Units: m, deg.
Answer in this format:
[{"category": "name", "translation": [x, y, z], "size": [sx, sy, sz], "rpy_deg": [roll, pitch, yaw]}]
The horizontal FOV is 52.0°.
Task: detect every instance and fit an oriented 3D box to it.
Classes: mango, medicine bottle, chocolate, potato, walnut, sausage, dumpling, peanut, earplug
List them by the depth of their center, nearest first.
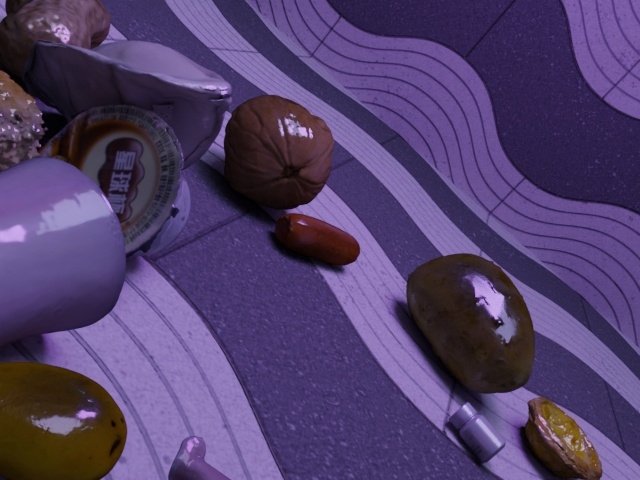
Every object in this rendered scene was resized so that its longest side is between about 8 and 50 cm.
[{"category": "earplug", "translation": [-0.318, 0.039, 0.511], "size": [0.172, 0.172, 0.301], "rpy_deg": [44, 27, 8]}, {"category": "mango", "translation": [-0.238, 0.148, 0.536], "size": [0.161, 0.076, 0.103], "rpy_deg": [21, 34, -24]}, {"category": "chocolate", "translation": [-0.246, -0.049, 0.821], "size": [0.221, 0.221, 0.147], "rpy_deg": [49, -6, 20]}, {"category": "dumpling", "translation": [-0.271, -0.193, 0.904], "size": [0.260, 0.181, 0.341], "rpy_deg": [17, 15, -26]}, {"category": "peanut", "translation": [-0.442, -0.348, 1.066], "size": [0.159, 0.143, 0.291], "rpy_deg": [33, 25, -21]}, {"category": "medicine bottle", "translation": [0.255, 0.313, 1.073], "size": [0.089, 0.052, 0.052], "rpy_deg": [49, 23, 20]}, {"category": "sausage", "translation": [0.000, 0.000, 1.227], "size": [0.197, 0.076, 0.076], "rpy_deg": [22, 28, -43]}, {"category": "walnut", "translation": [-0.084, -0.169, 1.246], "size": [0.228, 0.228, 0.228], "rpy_deg": [35, 22, -16]}, {"category": "potato", "translation": [0.293, 0.155, 1.261], "size": [0.210, 0.173, 0.307], "rpy_deg": [-11, 52, -18]}]

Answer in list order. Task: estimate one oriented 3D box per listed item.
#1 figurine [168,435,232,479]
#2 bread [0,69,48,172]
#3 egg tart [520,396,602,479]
[{"category": "figurine", "translation": [-0.022, 0.286, 0.513], "size": [0.186, 0.176, 0.287], "rpy_deg": [-4, 28, -27]}, {"category": "bread", "translation": [-0.409, -0.111, 0.656], "size": [0.174, 0.121, 0.245], "rpy_deg": [34, 30, 29]}, {"category": "egg tart", "translation": [0.447, 0.382, 1.235], "size": [0.191, 0.074, 0.191], "rpy_deg": [36, 21, -16]}]
